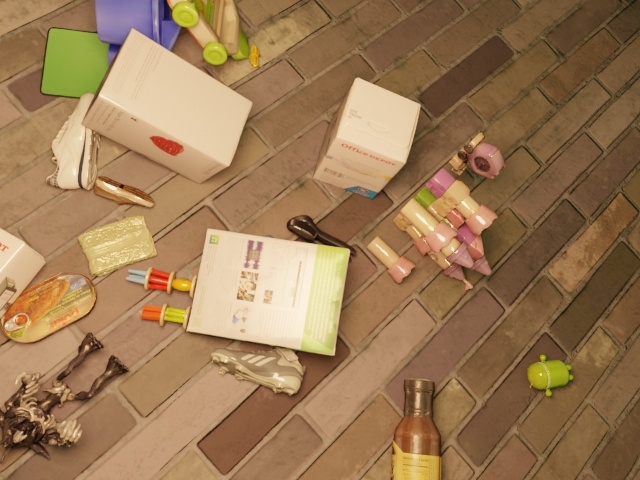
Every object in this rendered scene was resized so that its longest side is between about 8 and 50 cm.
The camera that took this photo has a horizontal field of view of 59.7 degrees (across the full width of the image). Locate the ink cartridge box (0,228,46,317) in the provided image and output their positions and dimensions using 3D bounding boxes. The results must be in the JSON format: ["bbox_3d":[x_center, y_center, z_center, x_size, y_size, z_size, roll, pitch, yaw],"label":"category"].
[{"bbox_3d":[-0.710,0.084,1.070,0.198,0.115,0.273,28,68,7],"label":"ink cartridge box"}]

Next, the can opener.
[{"bbox_3d":[0.000,0.000,1.342,0.186,0.059,0.073,31,41,-14],"label":"can opener"}]

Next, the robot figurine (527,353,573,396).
[{"bbox_3d":[0.566,0.333,1.383,0.115,0.067,0.101,-5,83,-16],"label":"robot figurine"}]

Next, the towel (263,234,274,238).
[{"bbox_3d":[-0.144,0.042,1.300,0.119,0.029,0.067,-41,86,-22],"label":"towel"}]

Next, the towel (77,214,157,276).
[{"bbox_3d":[-0.447,0.009,1.229,0.148,0.027,0.110,-22,79,-20],"label":"towel"}]

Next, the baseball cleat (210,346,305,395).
[{"bbox_3d":[-0.134,0.264,1.223,0.206,0.072,0.109,27,52,-8],"label":"baseball cleat"}]

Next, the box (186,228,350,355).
[{"bbox_3d":[-0.109,0.111,1.214,0.322,0.058,0.232,9,79,6],"label":"box"}]

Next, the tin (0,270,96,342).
[{"bbox_3d":[-0.559,0.139,1.154,0.190,0.040,0.106,-29,79,-21],"label":"tin"}]

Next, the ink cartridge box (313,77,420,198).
[{"bbox_3d":[0.106,-0.237,1.345,0.171,0.232,0.168,20,69,-9],"label":"ink cartridge box"}]

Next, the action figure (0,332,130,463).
[{"bbox_3d":[-0.512,0.307,1.060,0.164,0.141,0.275,48,66,-10],"label":"action figure"}]

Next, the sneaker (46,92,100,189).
[{"bbox_3d":[-0.549,-0.227,1.247,0.095,0.090,0.235,2,71,-5],"label":"sneaker"}]

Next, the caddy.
[{"bbox_3d":[-0.407,-0.547,1.300,0.179,0.241,0.341,-1,74,-11],"label":"caddy"}]

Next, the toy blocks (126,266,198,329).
[{"bbox_3d":[-0.351,0.122,1.206,0.148,0.054,0.123,10,78,-3],"label":"toy blocks"}]

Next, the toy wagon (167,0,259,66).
[{"bbox_3d":[-0.255,-0.542,1.328,0.068,0.344,0.267,-11,59,19],"label":"toy wagon"}]

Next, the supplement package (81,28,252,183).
[{"bbox_3d":[-0.333,-0.280,1.224,0.293,0.177,0.175,27,67,-27],"label":"supplement package"}]

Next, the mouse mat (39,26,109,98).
[{"bbox_3d":[-0.582,-0.424,1.338,0.153,0.007,0.189,3,71,-15],"label":"mouse mat"}]

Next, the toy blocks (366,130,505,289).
[{"bbox_3d":[0.327,-0.024,1.316,0.260,0.288,0.309,44,65,5],"label":"toy blocks"}]

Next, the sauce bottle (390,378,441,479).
[{"bbox_3d":[0.211,0.481,1.219,0.111,0.111,0.344,11,69,-12],"label":"sauce bottle"}]

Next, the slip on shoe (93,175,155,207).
[{"bbox_3d":[-0.444,-0.100,1.258,0.135,0.051,0.041,22,108,-16],"label":"slip on shoe"}]
